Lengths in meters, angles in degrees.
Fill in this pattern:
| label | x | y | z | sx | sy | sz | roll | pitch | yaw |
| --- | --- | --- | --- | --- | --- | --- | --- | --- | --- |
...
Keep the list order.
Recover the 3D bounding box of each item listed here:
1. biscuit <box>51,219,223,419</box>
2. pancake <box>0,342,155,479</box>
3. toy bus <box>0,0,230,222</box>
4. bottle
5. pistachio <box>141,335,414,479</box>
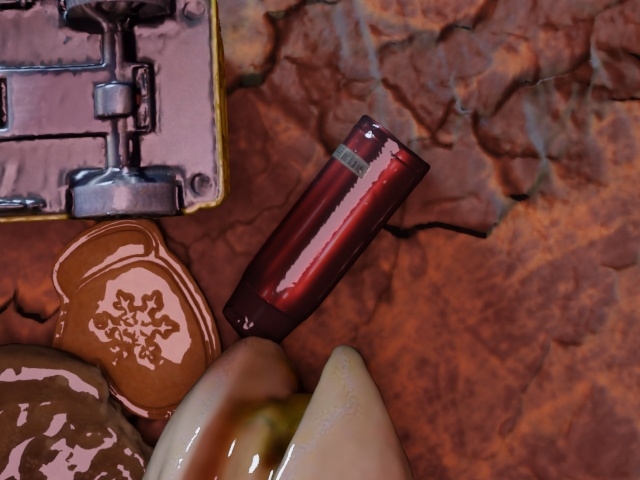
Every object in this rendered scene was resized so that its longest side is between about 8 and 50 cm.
| label | x | y | z | sx | sy | sz | roll | pitch | yaw |
| --- | --- | --- | --- | --- | --- | --- | --- | --- | --- |
| biscuit | -0.130 | 0.060 | 0.798 | 0.118 | 0.023 | 0.140 | -35 | 93 | 4 |
| pancake | -0.193 | 0.184 | 0.792 | 0.222 | 0.042 | 0.236 | -17 | 102 | 1 |
| toy bus | -0.221 | -0.075 | 0.729 | 0.330 | 0.152 | 0.144 | -2 | 89 | 0 |
| bottle | 0.000 | 0.000 | 0.773 | 0.060 | 0.060 | 0.164 | 38 | 95 | -1 |
| pistachio | -0.025 | 0.218 | 0.721 | 0.193 | 0.214 | 0.318 | 8 | 85 | 22 |
